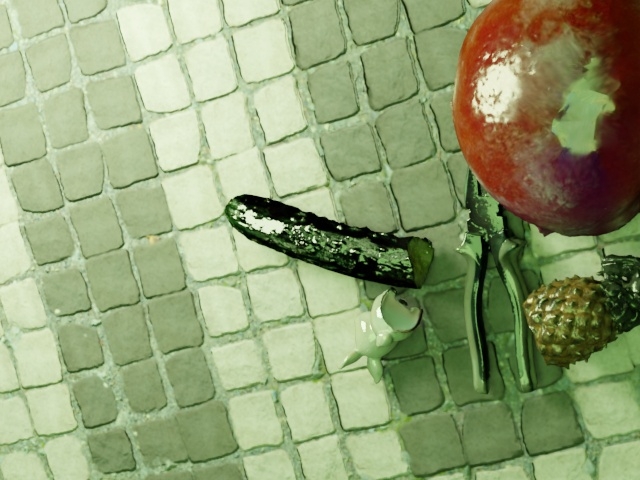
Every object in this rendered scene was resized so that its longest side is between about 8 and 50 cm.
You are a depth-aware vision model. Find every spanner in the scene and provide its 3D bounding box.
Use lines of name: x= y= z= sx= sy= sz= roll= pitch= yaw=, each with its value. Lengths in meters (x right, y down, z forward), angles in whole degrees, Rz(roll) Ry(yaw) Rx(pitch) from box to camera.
spanner: x=0.226 y=0.040 z=1.698 sx=0.095 sy=0.040 sz=0.325 roll=-6 pitch=93 yaw=22

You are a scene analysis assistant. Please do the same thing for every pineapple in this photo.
pineapple: x=0.378 y=0.076 z=1.616 sx=0.237 sy=0.111 sz=0.119 roll=-24 pitch=118 yaw=17

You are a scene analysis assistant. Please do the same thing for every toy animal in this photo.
toy animal: x=0.082 y=0.126 z=1.749 sx=0.071 sy=0.085 sz=0.124 roll=21 pitch=145 yaw=-18

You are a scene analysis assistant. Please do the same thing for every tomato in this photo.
tomato: x=0.287 y=-0.166 z=1.564 sx=0.289 sy=0.176 sz=0.335 roll=17 pitch=99 yaw=15

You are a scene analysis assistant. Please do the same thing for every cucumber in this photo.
cucumber: x=0.000 y=0.000 z=1.763 sx=0.303 sy=0.081 sz=0.072 roll=14 pitch=135 yaw=19
